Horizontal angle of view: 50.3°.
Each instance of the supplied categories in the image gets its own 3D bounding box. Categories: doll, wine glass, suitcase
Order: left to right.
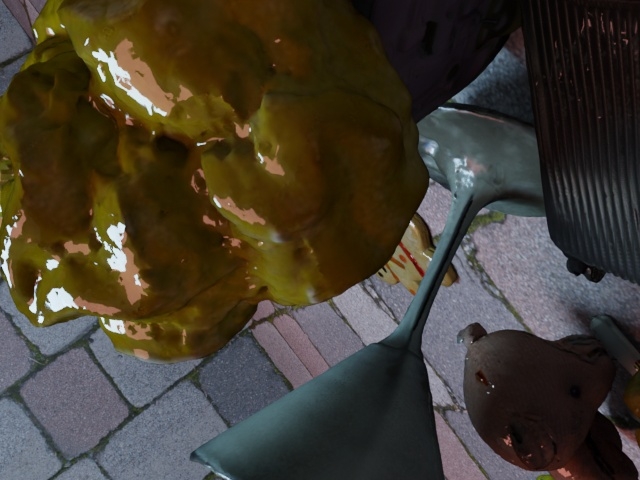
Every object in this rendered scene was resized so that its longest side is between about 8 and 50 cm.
[{"bbox_3d":[0.090,0.086,0.665,0.267,0.406,0.267,26,163,9],"label":"wine glass"},{"bbox_3d":[0.297,0.194,0.787,0.303,0.156,0.201,28,-155,-31],"label":"doll"},{"bbox_3d":[0.255,-0.084,0.472,0.202,0.128,0.312,29,150,49],"label":"suitcase"}]

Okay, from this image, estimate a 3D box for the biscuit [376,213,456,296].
[{"bbox_3d":[0.130,0.030,1.104,0.153,0.030,0.234,57,160,-5],"label":"biscuit"}]

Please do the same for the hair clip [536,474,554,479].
[{"bbox_3d":[0.396,0.445,1.185,0.072,0.046,0.173,43,160,19],"label":"hair clip"}]

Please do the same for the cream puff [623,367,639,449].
[{"bbox_3d":[0.361,0.155,0.647,0.121,0.156,0.156,-31,97,38],"label":"cream puff"}]

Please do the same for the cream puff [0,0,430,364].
[{"bbox_3d":[-0.108,-0.049,0.466,0.324,0.257,0.291,31,153,44],"label":"cream puff"}]

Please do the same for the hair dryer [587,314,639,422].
[{"bbox_3d":[0.352,0.141,0.773,0.137,0.047,0.082,53,162,18],"label":"hair dryer"}]

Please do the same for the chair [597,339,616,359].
[{"bbox_3d":[0.325,0.146,0.846,0.042,0.037,0.086,44,158,-6],"label":"chair"}]

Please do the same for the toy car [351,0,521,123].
[{"bbox_3d":[0.041,-0.246,0.513,0.226,0.242,0.336,44,158,17],"label":"toy car"}]
